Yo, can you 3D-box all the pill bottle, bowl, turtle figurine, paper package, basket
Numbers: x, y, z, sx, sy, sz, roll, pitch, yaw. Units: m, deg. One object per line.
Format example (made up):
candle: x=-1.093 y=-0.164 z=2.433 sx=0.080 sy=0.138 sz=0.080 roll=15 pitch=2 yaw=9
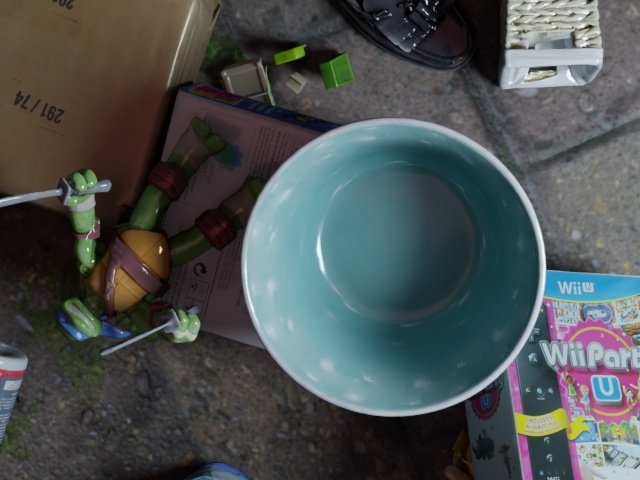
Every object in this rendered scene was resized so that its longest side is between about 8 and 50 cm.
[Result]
pill bottle: x=-0.433 y=0.211 z=1.890 sx=0.108 sy=0.108 sz=0.180 roll=19 pitch=94 yaw=3
bowl: x=0.079 y=0.015 z=1.649 sx=0.311 sy=0.163 sz=0.312 roll=1 pitch=101 yaw=6
turtle figurine: x=-0.179 y=0.000 z=1.641 sx=0.266 sy=0.275 sz=0.198 roll=-45 pitch=60 yaw=-9
paper package: x=-0.315 y=-0.196 z=1.831 sx=0.324 sy=0.168 sz=0.310 roll=18 pitch=93 yaw=4
basket: x=0.260 y=-0.238 z=1.788 sx=0.113 sy=0.167 sz=0.103 roll=-2 pitch=86 yaw=4

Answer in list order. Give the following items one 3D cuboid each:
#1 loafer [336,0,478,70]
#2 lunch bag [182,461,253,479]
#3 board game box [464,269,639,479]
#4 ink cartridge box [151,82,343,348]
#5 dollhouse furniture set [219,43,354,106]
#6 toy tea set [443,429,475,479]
loafer: x=0.058 y=-0.309 z=1.831 sx=0.302 sy=0.095 sz=0.109 roll=41 pitch=95 yaw=1
lunch bag: x=-0.122 y=0.431 z=1.876 sx=0.243 sy=0.115 sz=0.303 roll=-43 pitch=90 yaw=8
board game box: x=0.281 y=0.191 z=1.742 sx=0.224 sy=0.097 sz=0.303 roll=4 pitch=67 yaw=-26
ink cartridge box: x=0.000 y=0.000 z=1.812 sx=0.395 sy=0.151 sz=0.270 roll=17 pitch=102 yaw=5
dollhouse furniture set: x=-0.042 y=-0.193 z=1.882 sx=0.151 sy=0.058 sz=0.076 roll=-13 pitch=100 yaw=24
toy tea set: x=0.207 y=0.373 z=1.793 sx=0.200 sy=0.124 sz=0.336 roll=27 pitch=72 yaw=-1
